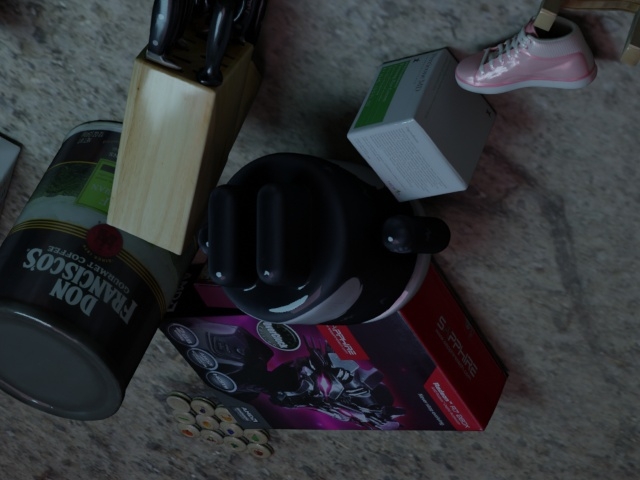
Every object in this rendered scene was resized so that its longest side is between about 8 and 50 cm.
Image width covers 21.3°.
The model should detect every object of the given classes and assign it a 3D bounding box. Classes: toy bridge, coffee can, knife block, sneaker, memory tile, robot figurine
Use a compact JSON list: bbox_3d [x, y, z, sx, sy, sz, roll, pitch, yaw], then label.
[{"bbox_3d":[0.274,-0.180,1.464,0.188,0.063,0.026,24,146,0],"label":"toy bridge"},{"bbox_3d":[-0.259,0.033,1.904,0.201,0.275,0.201,17,145,12],"label":"coffee can"},{"bbox_3d":[-0.135,-0.139,1.632,0.088,0.276,0.242,23,176,9],"label":"knife block"},{"bbox_3d":[0.181,-0.174,1.547,0.134,0.051,0.070,1,138,26],"label":"sneaker"},{"bbox_3d":[-0.140,0.258,2.373,0.148,0.012,0.113,14,144,17],"label":"memory tile"},{"bbox_3d":[-0.002,-0.002,1.721,0.209,0.173,0.278,43,-161,27],"label":"robot figurine"}]

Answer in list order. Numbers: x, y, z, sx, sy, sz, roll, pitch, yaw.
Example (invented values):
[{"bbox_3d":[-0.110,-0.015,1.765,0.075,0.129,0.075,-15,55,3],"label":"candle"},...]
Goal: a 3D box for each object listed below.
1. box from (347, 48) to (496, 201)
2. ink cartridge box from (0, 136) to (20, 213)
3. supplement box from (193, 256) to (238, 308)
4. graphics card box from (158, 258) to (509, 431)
[{"bbox_3d":[0.099,-0.110,1.638,0.087,0.101,0.102,-9,133,40],"label":"box"},{"bbox_3d":[-0.469,-0.015,2.034,0.119,0.207,0.353,28,147,-2],"label":"ink cartridge box"},{"bbox_3d":[-0.102,0.034,1.979,0.055,0.083,0.043,4,141,30],"label":"supplement box"},{"bbox_3d":[0.008,0.126,2.027,0.371,0.094,0.233,-2,138,36],"label":"graphics card box"}]
